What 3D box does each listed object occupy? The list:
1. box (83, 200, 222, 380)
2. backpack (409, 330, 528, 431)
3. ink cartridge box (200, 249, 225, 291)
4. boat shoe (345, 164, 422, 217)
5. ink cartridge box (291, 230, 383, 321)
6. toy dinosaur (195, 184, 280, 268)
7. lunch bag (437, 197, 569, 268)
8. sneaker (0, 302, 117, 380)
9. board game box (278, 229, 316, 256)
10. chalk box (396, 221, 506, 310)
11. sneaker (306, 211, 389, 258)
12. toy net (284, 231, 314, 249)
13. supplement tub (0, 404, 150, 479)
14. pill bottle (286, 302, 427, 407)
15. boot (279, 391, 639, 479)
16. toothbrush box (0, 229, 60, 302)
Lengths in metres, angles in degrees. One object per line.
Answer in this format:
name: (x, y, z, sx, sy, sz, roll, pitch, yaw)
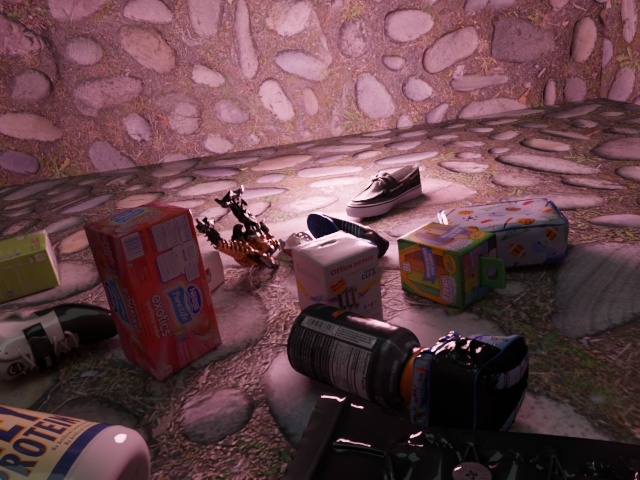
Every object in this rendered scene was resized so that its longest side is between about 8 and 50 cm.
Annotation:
box: (-0.316, 0.090, 0.994, 0.142, 0.299, 0.154, 14, 31, 42)
backpack: (0.220, 0.202, 0.727, 0.117, 0.158, 0.173, 13, 23, 40)
ink cartridge box: (-0.361, 0.103, 1.259, 0.159, 0.092, 0.218, 3, 22, 23)
boat shoe: (0.205, -0.170, 1.688, 0.335, 0.119, 0.121, -26, 28, -38)
ink cartridge box: (0.035, 0.090, 1.036, 0.128, 0.176, 0.127, -20, 25, -27)
toy dinosaur: (-0.189, -0.010, 1.305, 0.164, 0.218, 0.322, -42, -4, -9)
lunch bag: (0.442, -0.021, 1.258, 0.304, 0.114, 0.243, -5, 20, 11)
sneaker: (-0.580, 0.219, 1.047, 0.331, 0.122, 0.146, -6, 42, -8)
board game box: (0.000, 0.000, 1.457, 0.201, 0.035, 0.136, -18, 24, -24)
chalk box: (0.289, 0.054, 1.097, 0.132, 0.132, 0.213, -24, 26, -35)
sneaker: (0.073, -0.014, 1.372, 0.232, 0.081, 0.091, 30, 30, 25)
toy net: (-0.017, 0.028, 1.317, 0.122, 0.045, 0.232, -18, 39, -17)
supplement tub: (-0.371, 0.287, 0.528, 0.325, 0.235, 0.235, 10, 23, 1)
pill bottle: (0.074, 0.191, 0.840, 0.246, 0.130, 0.130, 11, 29, 38)
boot: (0.167, 0.329, 0.489, 0.446, 0.146, 0.367, 8, 36, 15)
toothbrush box: (-0.905, 0.086, 1.449, 0.284, 0.122, 0.206, -18, 24, -24)
